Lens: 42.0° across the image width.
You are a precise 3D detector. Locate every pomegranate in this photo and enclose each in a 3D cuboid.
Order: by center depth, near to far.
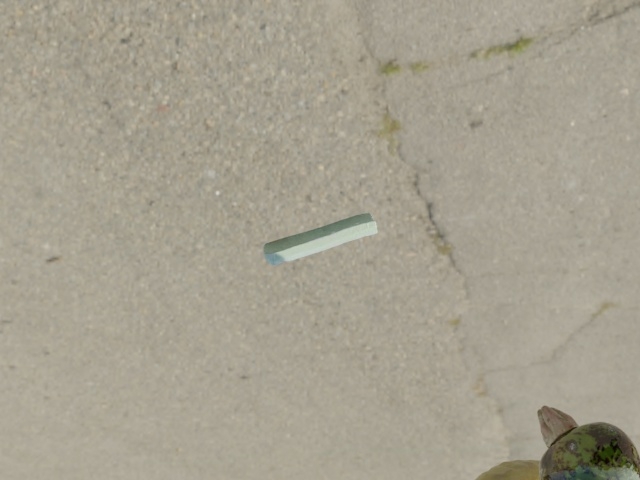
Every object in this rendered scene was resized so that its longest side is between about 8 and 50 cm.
[{"bbox_3d":[0.354,0.299,1.123,0.138,0.163,0.125,-30,109,-4],"label":"pomegranate"}]

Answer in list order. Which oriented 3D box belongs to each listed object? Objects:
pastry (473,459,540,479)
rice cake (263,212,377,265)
[{"bbox_3d":[0.432,0.653,1.707,0.388,0.388,0.312,5,145,-13],"label":"pastry"},{"bbox_3d":[0.000,0.000,1.292,0.180,0.030,0.042,-17,143,-4],"label":"rice cake"}]
